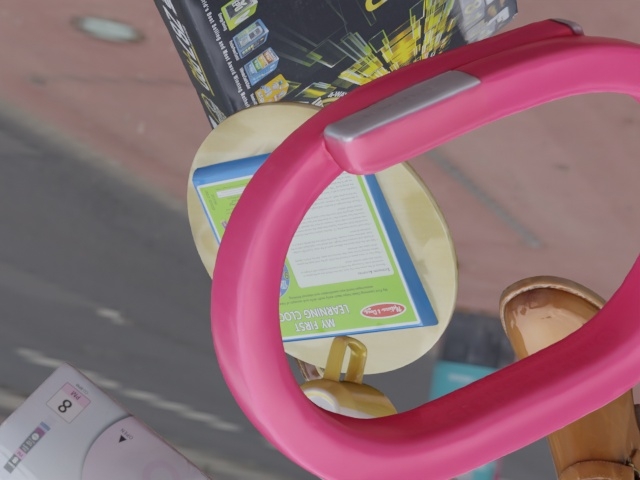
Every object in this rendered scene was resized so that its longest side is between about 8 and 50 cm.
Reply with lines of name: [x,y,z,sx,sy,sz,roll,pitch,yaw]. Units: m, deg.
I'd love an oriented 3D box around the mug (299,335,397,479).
mug: [0.004,0.100,0.988,0.062,0.078,0.064,-25,157,14]

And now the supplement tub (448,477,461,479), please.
supplement tub: [-0.010,0.328,1.331,0.331,0.241,0.241,-16,-176,-32]

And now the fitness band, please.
fitness band: [0.082,0.008,0.867,0.291,0.209,0.054,-22,-152,-22]

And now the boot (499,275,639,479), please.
boot: [0.167,0.130,1.078,0.073,0.152,0.197,-18,127,25]

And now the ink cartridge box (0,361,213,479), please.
ink cartridge box: [-0.239,0.252,1.559,0.189,0.232,0.066,37,150,11]

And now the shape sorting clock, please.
shape sorting clock: [0.000,0.000,1.151,0.206,0.206,0.040,1,-154,34]

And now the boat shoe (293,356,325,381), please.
boat shoe: [-0.030,0.066,1.606,0.060,0.178,0.064,-31,145,14]

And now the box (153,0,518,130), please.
box: [0.015,-0.239,1.529,0.097,0.318,0.395,46,169,26]
